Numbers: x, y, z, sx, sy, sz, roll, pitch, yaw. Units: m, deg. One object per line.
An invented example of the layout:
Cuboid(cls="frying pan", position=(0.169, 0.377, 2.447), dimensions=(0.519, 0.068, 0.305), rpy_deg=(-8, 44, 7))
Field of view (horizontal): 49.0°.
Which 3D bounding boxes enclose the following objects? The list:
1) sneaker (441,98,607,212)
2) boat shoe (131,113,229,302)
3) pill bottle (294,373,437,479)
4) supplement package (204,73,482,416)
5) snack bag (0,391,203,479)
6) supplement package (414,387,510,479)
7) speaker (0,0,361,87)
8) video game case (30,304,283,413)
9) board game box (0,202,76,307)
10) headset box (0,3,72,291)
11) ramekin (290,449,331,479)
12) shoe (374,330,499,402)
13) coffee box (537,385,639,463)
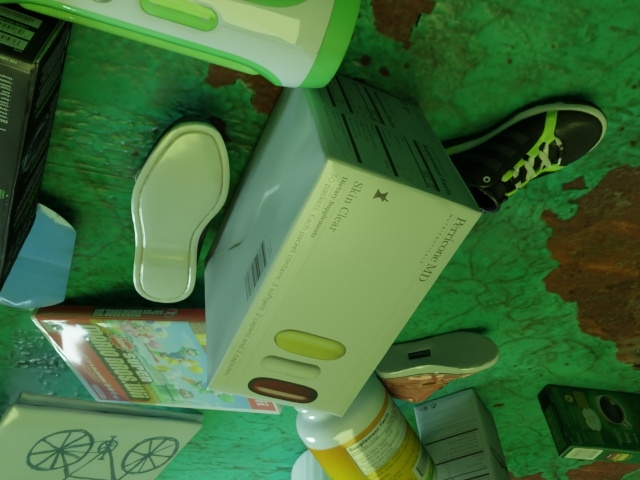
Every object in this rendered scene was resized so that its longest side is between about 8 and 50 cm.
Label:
Cuboid(cls="sneaker", position=(0.189, -0.065, 0.733), dimensions=(0.235, 0.097, 0.084), rpy_deg=(-20, 133, 14))
Cuboid(cls="boat shoe", position=(-0.149, -0.038, 0.742), dimensions=(0.095, 0.079, 0.254), rpy_deg=(4, 137, -12))
Cuboid(cls="pill bottle", position=(0.051, 0.271, 0.992), dimensions=(0.136, 0.136, 0.245), rpy_deg=(-26, 110, 19))
Cuboid(cls="supplement package", position=(0.000, 0.000, 0.679), dimensions=(0.145, 0.204, 0.261), rpy_deg=(16, 121, -21))
Cuboid(cls="snack bag", position=(-0.380, 0.360, 1.018), dimensions=(0.323, 0.037, 0.342), rpy_deg=(22, 112, -48))
Cuboid(cls="supplement package", position=(0.223, 0.340, 1.078), dimensions=(0.105, 0.179, 0.105), rpy_deg=(-23, 133, 16))
Cuboid(cls="speaker", position=(-0.123, -0.210, 0.539), dimensions=(0.297, 0.131, 0.131), rpy_deg=(13, 132, -17))
Cuboid(cls="video game case", position=(-0.207, 0.157, 0.916), dimensions=(0.285, 0.025, 0.204), rpy_deg=(0, 136, 16))
Cuboid(cls="board game box", position=(-0.349, 0.005, 0.799), dimensions=(0.133, 0.033, 0.168), rpy_deg=(15, 126, -13))
Cuboid(cls="headset box", position=(-0.367, -0.103, 0.602), dimensions=(0.246, 0.131, 0.283), rpy_deg=(16, 128, -14))
Cuboid(cls="ramekin", position=(0.076, 0.445, 1.201), dimensions=(0.277, 0.135, 0.277), rpy_deg=(-3, 135, -3))
Cuboid(cls="shoe", position=(0.167, 0.183, 1.005), dimensions=(0.178, 0.063, 0.081), rpy_deg=(-9, 136, 11))
Cuboid(cls="coffee box", position=(0.445, 0.290, 1.099), dimensions=(0.184, 0.113, 0.040), rpy_deg=(7, 132, -15))
